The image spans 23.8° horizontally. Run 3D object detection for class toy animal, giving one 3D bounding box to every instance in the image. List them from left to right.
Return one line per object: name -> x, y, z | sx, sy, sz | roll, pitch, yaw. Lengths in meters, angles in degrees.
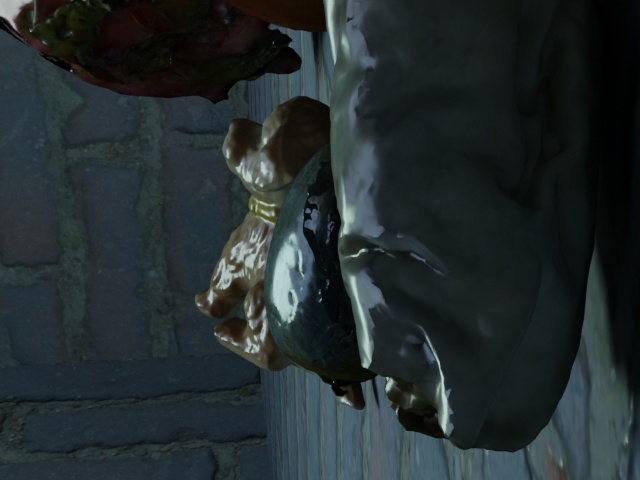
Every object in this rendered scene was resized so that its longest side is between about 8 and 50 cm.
toy animal -> -0.002, 0.002, 1.066 | 0.184, 0.104, 0.185 | 37, 117, 47

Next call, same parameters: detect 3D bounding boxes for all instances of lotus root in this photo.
lotus root -> 0.014, 0.002, 0.781 | 0.088, 0.088, 0.165 | -104, 22, -68

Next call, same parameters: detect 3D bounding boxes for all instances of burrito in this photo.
burrito -> 0.035, -0.133, 0.444 | 0.117, 0.076, 0.392 | 76, -169, -77

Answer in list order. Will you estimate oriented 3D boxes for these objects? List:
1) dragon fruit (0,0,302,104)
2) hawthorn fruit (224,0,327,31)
dragon fruit -> -0.119, -0.299, 1.287 | 0.263, 0.314, 0.296 | -47, 55, 37
hawthorn fruit -> -0.014, -0.156, 0.640 | 0.133, 0.138, 0.133 | 179, 90, -89
